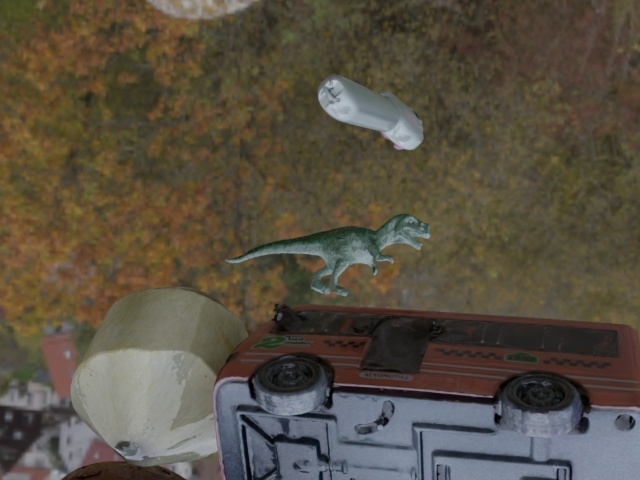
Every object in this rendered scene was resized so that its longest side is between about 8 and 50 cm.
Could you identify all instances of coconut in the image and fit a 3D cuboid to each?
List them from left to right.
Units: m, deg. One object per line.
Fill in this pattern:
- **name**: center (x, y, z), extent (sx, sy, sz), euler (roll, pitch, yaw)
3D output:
- **coconut**: center (-0.187, 0.169, 1.208), extent (0.202, 0.222, 0.202), euler (7, 133, 8)

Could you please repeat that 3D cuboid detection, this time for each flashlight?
- **flashlight**: center (0.063, -0.163, 1.295), extent (0.047, 0.093, 0.200), euler (-44, 153, 23)

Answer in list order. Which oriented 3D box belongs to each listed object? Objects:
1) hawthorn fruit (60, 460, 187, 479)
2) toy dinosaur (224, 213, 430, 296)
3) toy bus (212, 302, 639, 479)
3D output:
- **hawthorn fruit**: center (-0.264, 0.445, 1.401), extent (0.316, 0.316, 0.316), euler (-2, 156, -1)
- **toy dinosaur**: center (-0.003, 0.045, 1.668), extent (0.383, 0.129, 0.076), euler (-10, 151, 20)
- **toy bus**: center (0.118, 0.186, 1.057), extent (0.427, 0.233, 0.203), euler (3, 116, 15)
